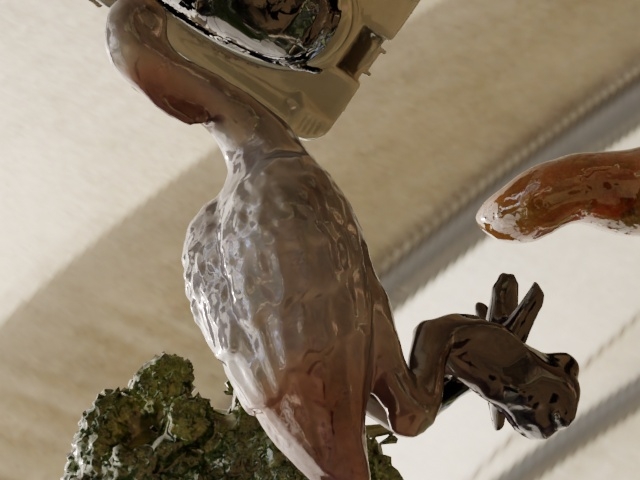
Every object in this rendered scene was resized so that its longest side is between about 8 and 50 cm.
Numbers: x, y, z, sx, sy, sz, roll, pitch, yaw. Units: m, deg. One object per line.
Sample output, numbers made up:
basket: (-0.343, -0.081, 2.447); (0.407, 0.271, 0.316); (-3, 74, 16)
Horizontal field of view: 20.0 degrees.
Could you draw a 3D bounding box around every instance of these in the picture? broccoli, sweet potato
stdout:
broccoli: (-0.036, 0.224, 1.305); (0.283, 0.303, 0.321); (-62, -29, -59)
sweet potato: (0.183, -0.030, 1.029); (0.202, 0.055, 0.058); (-13, -83, 17)

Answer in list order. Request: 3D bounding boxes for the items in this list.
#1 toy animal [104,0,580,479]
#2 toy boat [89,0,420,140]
toy animal: (-0.018, 0.001, 0.873); (0.324, 0.090, 0.195); (45, -142, -6)
toy boat: (-0.076, -0.174, 1.057); (0.269, 0.141, 0.141); (31, -93, -17)
